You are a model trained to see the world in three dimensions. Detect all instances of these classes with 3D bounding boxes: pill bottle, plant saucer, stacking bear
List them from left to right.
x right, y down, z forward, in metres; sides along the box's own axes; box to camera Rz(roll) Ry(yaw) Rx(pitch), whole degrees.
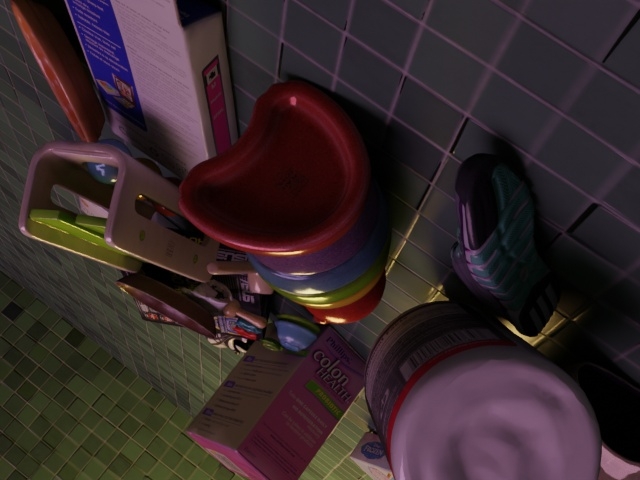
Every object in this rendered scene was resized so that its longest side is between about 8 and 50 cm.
[{"bbox_3d":[-0.323,-0.213,1.009,0.200,0.037,0.200,55,165,23],"label":"plant saucer"},{"bbox_3d":[-0.221,0.092,1.184,0.168,0.029,0.168,26,165,7],"label":"plant saucer"},{"bbox_3d":[0.000,0.000,0.856,0.164,0.175,0.289,36,168,26],"label":"stacking bear"},{"bbox_3d":[0.137,0.158,0.804,0.176,0.176,0.318,42,-177,-7],"label":"pill bottle"}]

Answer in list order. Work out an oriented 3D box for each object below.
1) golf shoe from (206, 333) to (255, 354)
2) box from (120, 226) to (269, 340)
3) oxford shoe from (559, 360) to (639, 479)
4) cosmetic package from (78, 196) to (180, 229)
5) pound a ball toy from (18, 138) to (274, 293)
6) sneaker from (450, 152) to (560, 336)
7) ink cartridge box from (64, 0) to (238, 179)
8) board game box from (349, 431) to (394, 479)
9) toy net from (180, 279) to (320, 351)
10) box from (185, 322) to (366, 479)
[{"bbox_3d":[-0.161,0.179,1.486,0.094,0.077,0.198,53,162,14],"label":"golf shoe"},{"bbox_3d":[-0.193,0.071,1.274,0.216,0.060,0.270,10,153,3],"label":"box"},{"bbox_3d":[0.364,0.252,0.810,0.348,0.123,0.130,34,151,8],"label":"oxford shoe"},{"bbox_3d":[-0.306,-0.018,1.384,0.239,0.060,0.099,38,156,2],"label":"cosmetic package"},{"bbox_3d":[-0.188,-0.029,1.018,0.208,0.136,0.319,6,170,18],"label":"pound a ball toy"},{"bbox_3d":[0.143,0.005,0.733,0.098,0.083,0.224,24,154,43],"label":"sneaker"},{"bbox_3d":[-0.181,-0.196,0.863,0.175,0.069,0.371,33,159,15],"label":"ink cartridge box"},{"bbox_3d":[0.253,0.500,1.499,0.319,0.066,0.318,48,155,-22],"label":"board game box"},{"bbox_3d":[-0.114,0.108,1.211,0.232,0.045,0.122,33,159,-31],"label":"toy net"},{"bbox_3d":[-0.070,0.264,1.318,0.117,0.243,0.213,46,156,-19],"label":"box"}]
